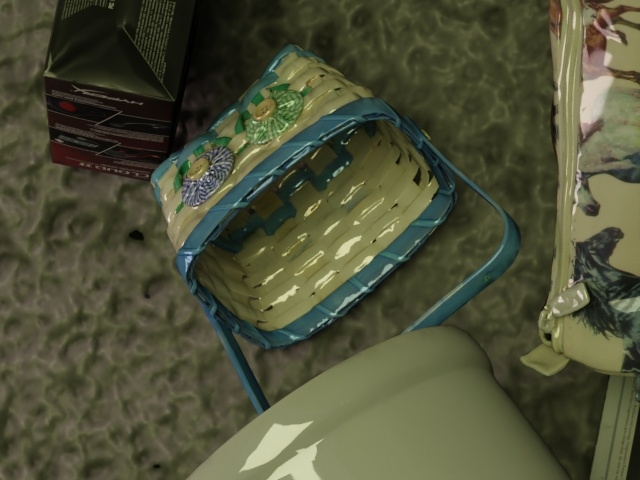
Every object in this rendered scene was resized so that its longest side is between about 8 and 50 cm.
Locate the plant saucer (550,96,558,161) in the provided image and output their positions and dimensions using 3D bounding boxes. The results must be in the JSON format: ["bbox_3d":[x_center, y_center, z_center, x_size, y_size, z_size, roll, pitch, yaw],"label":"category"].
[{"bbox_3d":[0.290,-0.107,1.529,0.198,0.036,0.199,-2,81,15],"label":"plant saucer"}]

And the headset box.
[{"bbox_3d":[-0.161,-0.185,1.546,0.110,0.293,0.218,11,77,-4],"label":"headset box"}]

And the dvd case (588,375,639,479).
[{"bbox_3d":[0.341,0.172,1.447,0.238,0.029,0.179,7,65,17],"label":"dvd case"}]

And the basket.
[{"bbox_3d":[0.000,0.000,1.494,0.255,0.201,0.289,-43,54,5],"label":"basket"}]

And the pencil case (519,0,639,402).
[{"bbox_3d":[0.242,-0.089,1.371,0.160,0.183,0.410,28,129,50],"label":"pencil case"}]

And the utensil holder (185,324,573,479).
[{"bbox_3d":[0.098,0.311,1.354,0.327,0.327,0.385,-41,70,7],"label":"utensil holder"}]
